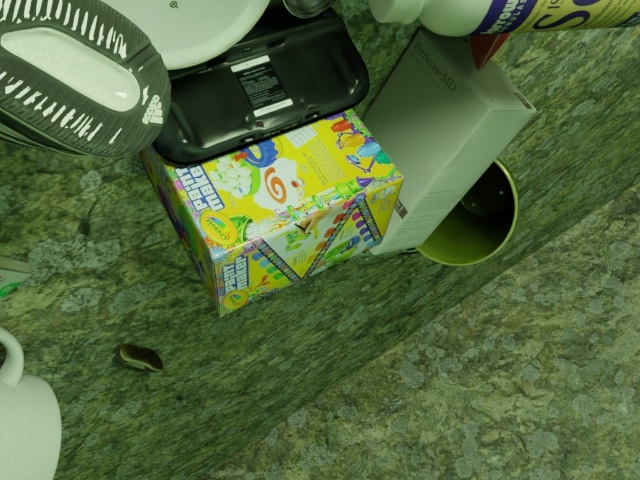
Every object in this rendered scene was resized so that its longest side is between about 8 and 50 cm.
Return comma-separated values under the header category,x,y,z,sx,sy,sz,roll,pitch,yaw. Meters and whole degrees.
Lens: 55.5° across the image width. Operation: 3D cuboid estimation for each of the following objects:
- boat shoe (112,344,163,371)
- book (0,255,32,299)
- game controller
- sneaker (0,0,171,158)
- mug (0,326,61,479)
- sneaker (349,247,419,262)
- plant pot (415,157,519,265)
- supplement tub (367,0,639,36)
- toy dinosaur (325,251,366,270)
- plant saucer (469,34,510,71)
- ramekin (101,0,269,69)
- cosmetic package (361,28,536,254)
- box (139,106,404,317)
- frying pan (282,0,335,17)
category,x,y,z,sx,sy,sz,roll,pitch,yaw
boat shoe,-0.434,0.286,1.450,0.049,0.056,0.152,-32,146,8
book,-0.539,0.057,0.939,0.096,0.035,0.144,-35,157,14
game controller,-0.089,-0.215,0.812,0.319,0.167,0.067,-24,178,-19
sneaker,-0.371,-0.197,0.514,0.447,0.169,0.257,35,157,-34
mug,-0.649,0.310,1.036,0.328,0.276,0.374,24,90,-53
sneaker,0.198,-0.039,1.517,0.330,0.123,0.146,-17,152,-32
plant pot,0.365,-0.106,1.479,0.275,0.275,0.293,-48,168,29
supplement tub,0.225,-0.352,0.665,0.331,0.241,0.241,-6,150,-7
toy dinosaur,0.000,0.000,1.353,0.321,0.164,0.218,-25,165,-31
plant saucer,0.332,-0.430,0.960,0.258,0.047,0.259,-49,168,-38
ramekin,-0.162,-0.299,0.623,0.272,0.127,0.273,-26,155,-14
cosmetic package,0.190,-0.175,1.161,0.156,0.217,0.385,-11,146,-39
box,-0.085,-0.097,0.884,0.279,0.290,0.177,-23,154,-19
frying pan,0.039,-0.393,0.778,0.326,0.053,0.197,-37,154,-48
